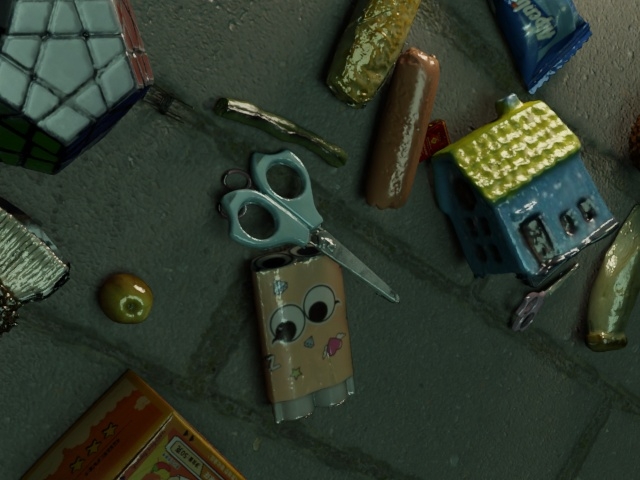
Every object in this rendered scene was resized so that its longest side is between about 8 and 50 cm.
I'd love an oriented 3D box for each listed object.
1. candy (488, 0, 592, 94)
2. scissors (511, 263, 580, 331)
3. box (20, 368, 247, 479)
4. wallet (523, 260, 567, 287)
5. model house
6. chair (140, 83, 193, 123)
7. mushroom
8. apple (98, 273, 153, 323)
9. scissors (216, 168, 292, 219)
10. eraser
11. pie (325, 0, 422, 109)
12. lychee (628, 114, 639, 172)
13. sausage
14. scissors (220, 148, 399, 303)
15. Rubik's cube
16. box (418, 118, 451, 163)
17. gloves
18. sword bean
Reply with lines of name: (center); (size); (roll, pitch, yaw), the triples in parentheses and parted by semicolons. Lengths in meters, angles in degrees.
candy: (0.390, -0.447, 1.913); (0.187, 0.077, 0.331); (-42, 121, -7)
scissors: (0.468, 0.108, 2.148); (0.212, 0.021, 0.110); (-39, 149, -26)
box: (-0.276, 0.413, 1.669); (0.259, 0.214, 0.283); (-46, 123, -10)
wallet: (0.442, -0.026, 2.095); (0.167, 0.036, 0.222); (-39, 120, -15)
model house: (0.358, -0.102, 1.911); (0.237, 0.215, 0.303); (-30, 96, -19)
chair: (-0.243, -0.216, 1.610); (0.086, 0.042, 0.037); (29, 86, 1)
mushroom: (0.643, 0.082, 2.224); (0.107, 0.087, 0.333); (14, 93, -38)
apple: (-0.306, 0.093, 1.637); (0.084, 0.071, 0.084); (-9, 107, -29)
scissors: (-0.092, -0.068, 1.753); (0.176, 0.022, 0.085); (9, 92, -31)
eraser: (-0.032, 0.159, 1.819); (0.171, 0.087, 0.290); (-16, 112, -26)
pie: (0.102, -0.363, 1.761); (0.129, 0.068, 0.282); (27, 85, -36)
lychee: (0.747, -0.218, 2.136); (0.238, 0.200, 0.200); (-25, 117, -10)
sausage: (0.144, -0.193, 1.825); (0.086, 0.086, 0.289); (7, 99, -34)
scissors: (-0.001, 0.000, 1.749); (0.360, 0.029, 0.191); (39, 63, -16)
Rubik's cube: (-0.377, -0.246, 1.373); (0.319, 0.319, 0.264); (-45, 96, -13)
box: (0.197, -0.182, 1.899); (0.082, 0.023, 0.051); (-31, 120, -21)
gloves: (-0.524, 0.076, 1.458); (0.312, 0.135, 0.210); (-45, 127, -11)
sword bean: (-0.058, -0.180, 1.731); (0.269, 0.038, 0.043); (21, 87, -36)
